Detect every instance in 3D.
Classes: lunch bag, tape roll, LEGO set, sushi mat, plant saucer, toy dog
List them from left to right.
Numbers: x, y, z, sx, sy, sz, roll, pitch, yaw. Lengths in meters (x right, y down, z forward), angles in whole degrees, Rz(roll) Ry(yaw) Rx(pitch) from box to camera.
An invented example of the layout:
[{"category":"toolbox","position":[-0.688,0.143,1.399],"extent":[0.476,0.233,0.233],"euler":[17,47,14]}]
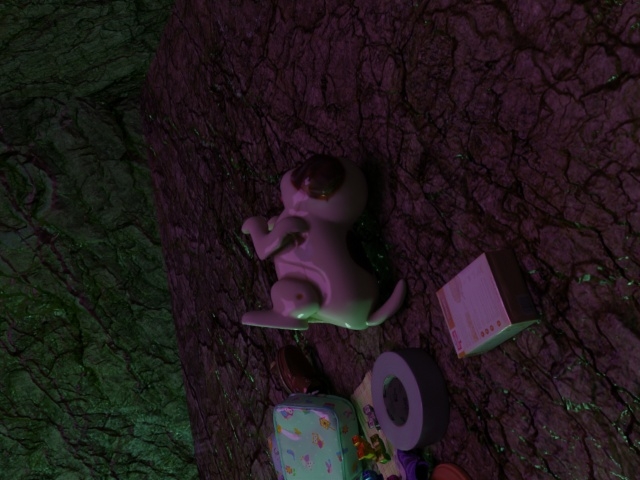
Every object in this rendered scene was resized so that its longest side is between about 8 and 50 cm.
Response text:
[{"category":"lunch bag","position":[-0.010,0.534,2.036],"extent":[0.224,0.108,0.279],"euler":[-2,102,33]},{"category":"toy dog","position":[0.000,0.000,1.822],"extent":[0.395,0.284,0.408],"euler":[1,89,35]},{"category":"LEGO set","position":[0.143,0.513,1.827],"extent":[0.087,0.093,0.227],"euler":[-38,49,24]},{"category":"sushi mat","position":[0.153,0.486,1.905],"extent":[0.151,0.019,0.317],"euler":[113,142,-46]},{"category":"tape roll","position":[0.196,0.351,1.729],"extent":[0.219,0.072,0.219],"euler":[23,116,61]},{"category":"plant saucer","position":[0.278,0.574,1.641],"extent":[0.200,0.037,0.200],"euler":[22,115,61]}]

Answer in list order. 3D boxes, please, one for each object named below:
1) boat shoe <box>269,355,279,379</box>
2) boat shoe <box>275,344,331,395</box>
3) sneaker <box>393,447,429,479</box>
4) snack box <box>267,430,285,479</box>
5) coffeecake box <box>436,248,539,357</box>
[{"category":"boat shoe","position":[-0.109,0.384,2.388],"extent":[0.178,0.064,0.060],"euler":[124,130,-62]},{"category":"boat shoe","position":[-0.024,0.414,2.175],"extent":[0.307,0.110,0.104],"euler":[60,141,22]},{"category":"sneaker","position":[0.213,0.500,1.717],"extent":[0.071,0.068,0.170],"euler":[-55,22,21]},{"category":"snack box","position":[-0.085,0.652,2.373],"extent":[0.207,0.070,0.175],"euler":[-53,48,53]},{"category":"coffeecake box","position":[0.308,0.121,1.456],"extent":[0.185,0.068,0.142],"euler":[-51,50,55]}]
